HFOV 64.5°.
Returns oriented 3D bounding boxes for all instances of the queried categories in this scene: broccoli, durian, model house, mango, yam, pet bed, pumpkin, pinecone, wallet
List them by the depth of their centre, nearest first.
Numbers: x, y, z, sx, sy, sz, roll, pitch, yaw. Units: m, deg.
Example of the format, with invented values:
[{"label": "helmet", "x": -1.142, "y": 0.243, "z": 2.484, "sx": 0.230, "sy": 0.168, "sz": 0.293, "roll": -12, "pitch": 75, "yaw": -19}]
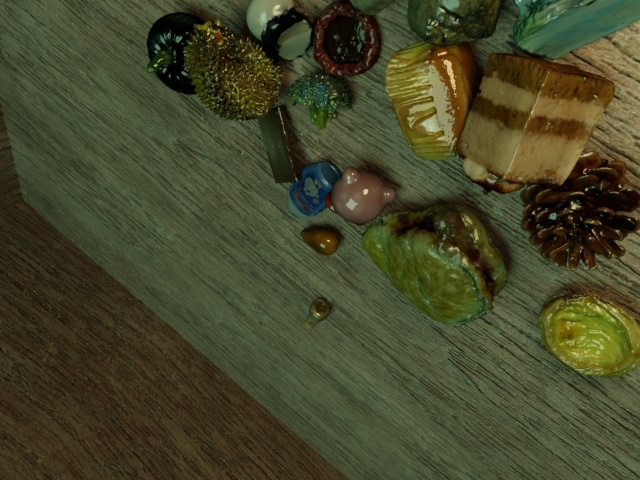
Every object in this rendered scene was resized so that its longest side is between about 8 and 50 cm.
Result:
[{"label": "model house", "x": 0.469, "y": -0.490, "z": 0.883, "sx": 0.261, "sy": 0.226, "sz": 0.241, "roll": -16, "pitch": 83, "yaw": 45}, {"label": "yam", "x": 0.277, "y": -0.549, "z": 0.991, "sx": 0.195, "sy": 0.195, "sz": 0.300, "roll": 25, "pitch": 135, "yaw": 23}, {"label": "pinecone", "x": 0.575, "y": -0.050, "z": 1.129, "sx": 0.264, "sy": 0.264, "sz": 0.264, "roll": 24, "pitch": 137, "yaw": 24}, {"label": "pet bed", "x": 0.065, "y": -0.516, "z": 1.310, "sx": 0.201, "sy": 0.053, "sz": 0.201, "roll": 17, "pitch": 128, "yaw": 23}, {"label": "broccoli", "x": -0.002, "y": -0.388, "z": 1.416, "sx": 0.154, "sy": 0.167, "sz": 0.160, "roll": 52, "pitch": 149, "yaw": 32}, {"label": "durian", "x": -0.254, "y": -0.476, "z": 1.455, "sx": 0.258, "sy": 0.258, "sz": 0.293, "roll": 0, "pitch": 166, "yaw": 41}, {"label": "pumpkin", "x": -0.433, "y": -0.564, "z": 1.556, "sx": 0.248, "sy": 0.248, "sz": 0.248, "roll": 24, "pitch": 137, "yaw": 24}, {"label": "wallet", "x": -0.134, "y": -0.305, "z": 1.648, "sx": 0.133, "sy": 0.039, "sz": 0.243, "roll": 4, "pitch": 113, "yaw": 49}, {"label": "mango", "x": 0.003, "y": -0.002, "z": 1.802, "sx": 0.159, "sy": 0.084, "sz": 0.105, "roll": 31, "pitch": 160, "yaw": 48}]

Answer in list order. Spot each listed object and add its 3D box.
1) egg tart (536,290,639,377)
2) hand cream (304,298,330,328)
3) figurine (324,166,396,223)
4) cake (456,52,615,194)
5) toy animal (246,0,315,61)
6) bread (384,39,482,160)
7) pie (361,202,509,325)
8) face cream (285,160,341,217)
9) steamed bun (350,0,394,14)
[{"label": "egg tart", "x": 0.731, "y": 0.247, "z": 1.376, "sx": 0.279, "sy": 0.095, "sz": 0.278, "roll": 24, "pitch": 133, "yaw": 29}, {"label": "hand cream", "x": -0.025, "y": 0.320, "z": 2.114, "sx": 0.084, "sy": 0.084, "sz": 0.203, "roll": 39, "pitch": 146, "yaw": 7}, {"label": "figurine", "x": 0.117, "y": -0.134, "z": 1.514, "sx": 0.173, "sy": 0.173, "sz": 0.173, "roll": 24, "pitch": 137, "yaw": 24}, {"label": "cake", "x": 0.425, "y": -0.221, "z": 1.046, "sx": 0.196, "sy": 0.199, "sz": 0.293, "roll": 52, "pitch": 133, "yaw": 53}, {"label": "toy animal", "x": -0.108, "y": -0.581, "z": 1.345, "sx": 0.179, "sy": 0.138, "sz": 0.166, "roll": 49, "pitch": 148, "yaw": 9}, {"label": "bread", "x": 0.286, "y": -0.325, "z": 1.168, "sx": 0.156, "sy": 0.204, "sz": 0.288, "roll": 2, "pitch": 120, "yaw": 48}, {"label": "pie", "x": 0.328, "y": 0.071, "z": 1.511, "sx": 0.418, "sy": 0.180, "sz": 0.395, "roll": -14, "pitch": 114, "yaw": 55}, {"label": "face cream", "x": -0.034, "y": -0.160, "z": 1.689, "sx": 0.149, "sy": 0.083, "sz": 0.264, "roll": 57, "pitch": 141, "yaw": 3}, {"label": "steamed bun", "x": 0.126, "y": -0.619, "z": 1.103, "sx": 0.211, "sy": 0.144, "sz": 0.218, "roll": 63, "pitch": 168, "yaw": -10}]
